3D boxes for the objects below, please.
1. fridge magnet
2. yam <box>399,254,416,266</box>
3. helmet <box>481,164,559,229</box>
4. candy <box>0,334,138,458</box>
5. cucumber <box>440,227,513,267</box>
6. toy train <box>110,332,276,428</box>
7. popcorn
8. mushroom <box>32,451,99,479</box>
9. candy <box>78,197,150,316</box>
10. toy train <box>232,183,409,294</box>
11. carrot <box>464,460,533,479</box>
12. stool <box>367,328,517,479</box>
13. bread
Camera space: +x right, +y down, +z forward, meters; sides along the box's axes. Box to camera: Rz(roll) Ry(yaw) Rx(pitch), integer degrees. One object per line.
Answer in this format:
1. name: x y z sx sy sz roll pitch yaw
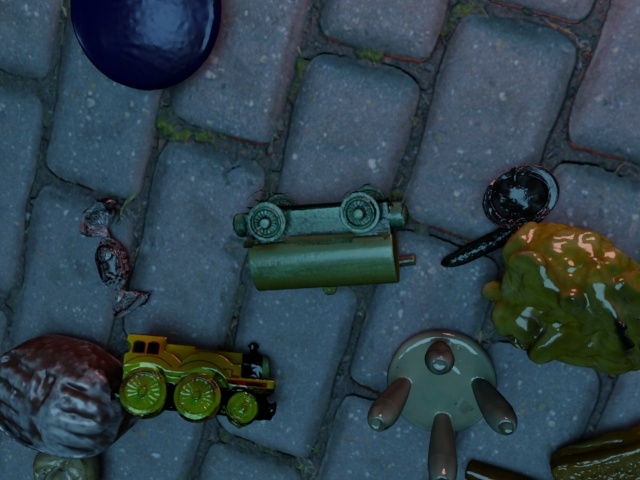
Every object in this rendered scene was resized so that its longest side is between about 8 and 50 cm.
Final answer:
1. fridge magnet: -0.293 -0.389 1.151 0.266 0.112 0.265 2 102 10
2. yam: 0.112 0.040 1.209 0.116 0.021 0.021 -6 100 10
3. helmet: 0.326 -0.069 1.124 0.123 0.070 0.098 -24 86 7
4. candy: -0.492 0.298 1.297 0.290 0.157 0.214 13 99 7
5. cucumber: 0.268 0.015 1.171 0.133 0.032 0.032 -28 95 13
6. toy train: -0.223 0.256 1.243 0.296 0.100 0.160 8 68 -8
7. popcorn: 0.401 0.092 1.070 0.286 0.215 0.252 41 137 -3
8. mushroom: -0.506 0.468 1.354 0.148 0.112 0.148 2 108 7
9. candy: -0.390 0.032 1.282 0.094 0.051 0.226 -13 98 9
10. toy train: -0.001 0.003 1.158 0.308 0.126 0.189 -4 91 12
11. carrot: 0.341 0.444 1.233 0.161 0.055 0.055 22 104 13
12. stool: 0.202 0.273 1.149 0.195 0.198 0.195 43 107 -1
13. bread: 0.542 0.387 1.171 0.271 0.077 0.139 -27 99 15
